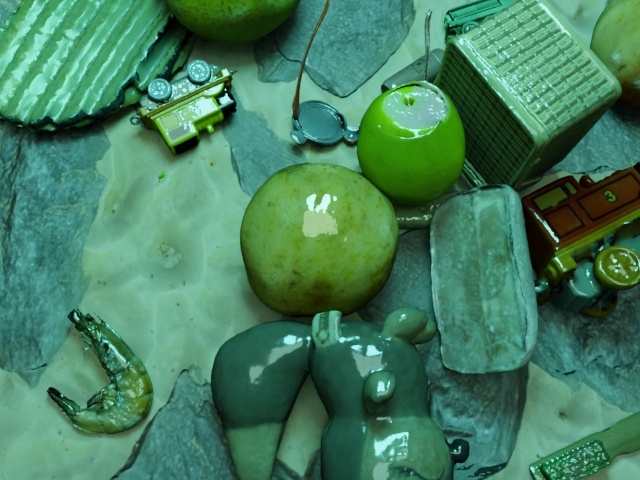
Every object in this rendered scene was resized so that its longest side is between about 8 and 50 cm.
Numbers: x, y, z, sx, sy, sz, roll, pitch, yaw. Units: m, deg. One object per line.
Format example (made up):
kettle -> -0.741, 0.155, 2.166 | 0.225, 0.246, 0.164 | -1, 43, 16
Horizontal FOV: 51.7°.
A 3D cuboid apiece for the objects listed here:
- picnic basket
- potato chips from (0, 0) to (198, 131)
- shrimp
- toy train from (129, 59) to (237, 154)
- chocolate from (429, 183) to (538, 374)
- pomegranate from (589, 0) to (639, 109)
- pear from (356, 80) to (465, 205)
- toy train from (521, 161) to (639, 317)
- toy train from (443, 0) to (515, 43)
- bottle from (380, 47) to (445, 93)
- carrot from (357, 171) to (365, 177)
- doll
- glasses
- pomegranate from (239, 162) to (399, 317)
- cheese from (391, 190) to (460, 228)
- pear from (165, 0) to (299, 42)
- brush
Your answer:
picnic basket -> 0.311, -0.212, 1.104 | 0.175, 0.313, 0.228 | -34, 77, -8
potato chips -> -0.443, -0.377, 1.254 | 0.359, 0.070, 0.429 | 24, 73, 8
shrimp -> -0.373, 0.220, 1.083 | 0.150, 0.051, 0.217 | -37, 82, -5
toy train -> -0.237, -0.244, 1.210 | 0.219, 0.089, 0.127 | -29, 87, -11
chocolate -> 0.277, 0.067, 1.093 | 0.100, 0.185, 0.303 | 8, 76, -40
pomegranate -> 0.632, -0.367, 1.185 | 0.252, 0.270, 0.229 | -3, 65, -10
pear -> 0.146, -0.149, 1.088 | 0.188, 0.219, 0.187 | -2, 64, 3
toy train -> 0.487, -0.012, 1.133 | 0.369, 0.163, 0.231 | -26, 67, -9
toy train -> 0.320, -0.432, 1.299 | 0.171, 0.071, 0.111 | -20, 66, -7
bottle -> 0.183, -0.314, 1.262 | 0.140, 0.053, 0.053 | -34, 77, -12
carrot -> 0.119, -0.103, 1.200 | 0.139, 0.048, 0.048 | -4, 73, -5
doll -> 0.032, 0.303, 1.016 | 0.379, 0.252, 0.382 | -8, 77, 34
glasses -> 0.069, -0.269, 1.140 | 0.234, 0.268, 0.118 | 10, 56, 1
pomegranate -> 0.000, 0.000, 1.066 | 0.261, 0.260, 0.260 | 1, 73, -2
cheese -> 0.171, -0.052, 1.190 | 0.194, 0.043, 0.064 | -4, 79, -5
pear -> -0.152, -0.501, 1.196 | 0.294, 0.294, 0.294 | 1, 73, -2
brush -> 0.478, 0.336, 1.083 | 0.282, 0.048, 0.054 | -21, 78, -10
